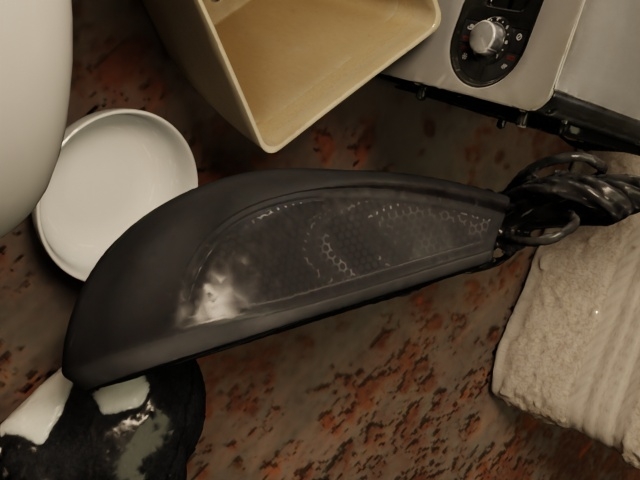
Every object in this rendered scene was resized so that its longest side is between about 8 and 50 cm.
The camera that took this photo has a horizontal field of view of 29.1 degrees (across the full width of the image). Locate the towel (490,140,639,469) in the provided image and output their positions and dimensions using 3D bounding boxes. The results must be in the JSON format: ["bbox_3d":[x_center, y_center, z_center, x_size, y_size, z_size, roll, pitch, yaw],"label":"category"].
[{"bbox_3d":[0.228,0.003,0.745,0.049,0.187,0.282,18,95,-47],"label":"towel"}]

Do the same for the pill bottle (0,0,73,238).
[{"bbox_3d":[-0.284,-0.051,0.270,0.408,0.229,0.229,-20,119,-32],"label":"pill bottle"}]

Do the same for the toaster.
[{"bbox_3d":[0.120,-0.106,0.623,0.186,0.168,0.110,11,99,-41],"label":"toaster"}]

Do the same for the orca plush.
[{"bbox_3d":[-0.136,0.171,0.569,0.287,0.102,0.151,-45,130,-17],"label":"orca plush"}]

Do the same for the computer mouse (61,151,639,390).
[{"bbox_3d":[0.000,0.000,0.573,0.272,0.188,0.072,-15,85,-34],"label":"computer mouse"}]

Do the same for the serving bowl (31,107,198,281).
[{"bbox_3d":[-0.099,-0.023,0.571,0.083,0.027,0.083,-16,117,-34],"label":"serving bowl"}]

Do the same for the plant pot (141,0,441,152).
[{"bbox_3d":[-0.029,-0.122,0.542,0.109,0.096,0.109,-39,128,-20],"label":"plant pot"}]
